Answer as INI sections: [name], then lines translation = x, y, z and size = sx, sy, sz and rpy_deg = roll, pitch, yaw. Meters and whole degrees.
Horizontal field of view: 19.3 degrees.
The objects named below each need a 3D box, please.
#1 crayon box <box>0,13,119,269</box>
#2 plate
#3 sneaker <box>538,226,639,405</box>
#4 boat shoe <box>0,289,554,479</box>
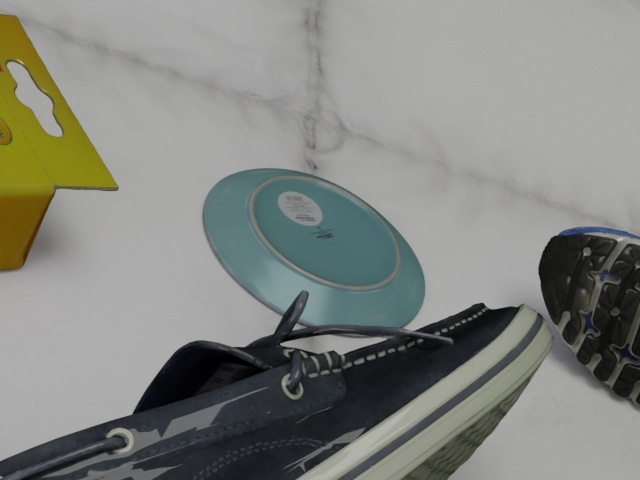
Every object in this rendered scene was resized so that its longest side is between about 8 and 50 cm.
[crayon box]
translation = -0.320, -0.070, 1.273
size = 0.318, 0.081, 0.202
rpy_deg = -2, 45, -36
[plate]
translation = 0.000, 0.000, 1.461
size = 0.188, 0.024, 0.188
rpy_deg = 18, 37, -14
[sneaker]
translation = 0.321, 0.070, 1.538
size = 0.330, 0.129, 0.147
rpy_deg = 23, 20, -14
[boat shoe]
translation = -0.031, 0.126, 1.143
size = 0.500, 0.187, 0.156
rpy_deg = -25, 67, -44
